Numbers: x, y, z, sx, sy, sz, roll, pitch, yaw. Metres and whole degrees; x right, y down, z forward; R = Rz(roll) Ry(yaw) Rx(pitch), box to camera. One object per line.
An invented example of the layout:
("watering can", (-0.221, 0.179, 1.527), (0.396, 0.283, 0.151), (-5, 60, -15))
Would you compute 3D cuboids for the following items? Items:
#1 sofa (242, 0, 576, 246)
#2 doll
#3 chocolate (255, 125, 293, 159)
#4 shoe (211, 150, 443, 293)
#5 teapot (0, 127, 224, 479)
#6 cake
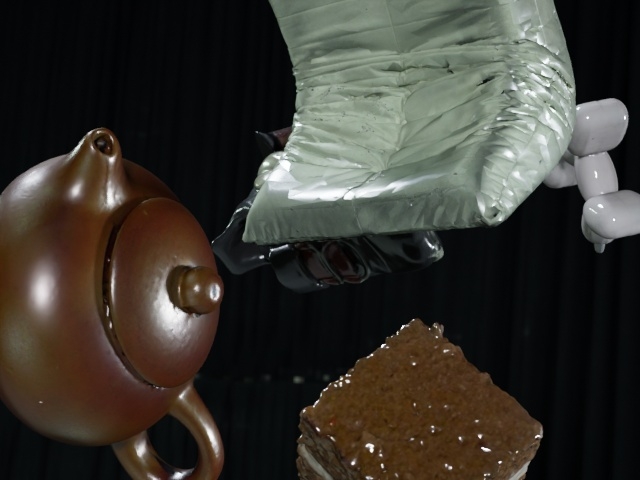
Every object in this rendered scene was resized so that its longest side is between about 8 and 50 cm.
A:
("sofa", (0.038, -0.128, 0.896), (0.210, 0.225, 0.176), (-3, 24, 36))
("doll", (0.248, -0.069, 1.260), (0.059, 0.161, 0.160), (-14, -6, -8))
("chocolate", (-0.010, -0.088, 1.714), (0.080, 0.148, 0.125), (-30, 19, -12))
("shoe", (0.000, 0.000, 1.091), (0.227, 0.112, 0.099), (22, -28, 54))
("teapot", (-0.113, 0.053, 0.816), (0.135, 0.252, 0.178), (-5, 25, 32))
("cake", (0.068, 0.161, 0.980), (0.135, 0.134, 0.147), (43, -22, 26))
